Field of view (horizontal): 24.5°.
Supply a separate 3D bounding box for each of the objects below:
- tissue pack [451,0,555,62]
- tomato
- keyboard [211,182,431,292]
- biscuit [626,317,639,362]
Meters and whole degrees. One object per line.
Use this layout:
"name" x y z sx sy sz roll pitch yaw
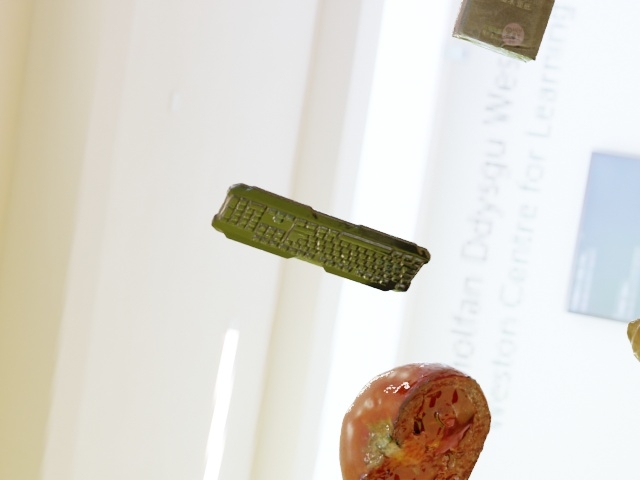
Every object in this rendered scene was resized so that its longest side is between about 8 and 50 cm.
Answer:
"tissue pack" 0.242 -0.318 1.880 0.051 0.112 0.156 -163 91 -78
"tomato" 0.108 0.256 1.933 0.200 0.139 0.233 24 -84 -44
"keyboard" 0.000 0.000 1.795 0.106 0.262 0.016 123 162 -51
"biscuit" 0.454 0.117 1.779 0.061 0.183 0.118 60 -141 -36
